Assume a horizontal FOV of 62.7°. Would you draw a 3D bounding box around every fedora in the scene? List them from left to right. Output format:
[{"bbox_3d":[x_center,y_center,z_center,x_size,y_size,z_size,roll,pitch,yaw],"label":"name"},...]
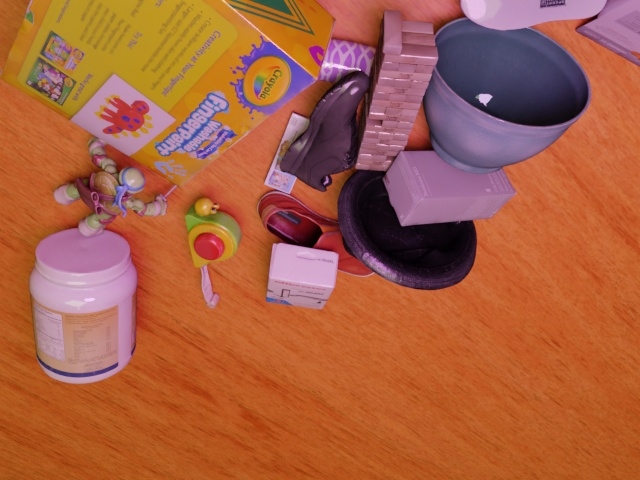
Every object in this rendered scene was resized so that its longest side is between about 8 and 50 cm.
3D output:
[{"bbox_3d":[0.171,-0.011,1.155,0.334,0.334,0.152,21,147,-12],"label":"fedora"}]

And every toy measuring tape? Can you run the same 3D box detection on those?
[{"bbox_3d":[-0.238,0.039,1.246,0.121,0.121,0.330,-1,128,1],"label":"toy measuring tape"}]

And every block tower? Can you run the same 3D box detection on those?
[{"bbox_3d":[0.132,-0.258,0.993,0.097,0.091,0.335,3,150,-3],"label":"block tower"}]

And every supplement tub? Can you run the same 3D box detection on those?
[{"bbox_3d":[-0.552,0.151,1.238,0.228,0.228,0.316,10,119,-5],"label":"supplement tub"}]

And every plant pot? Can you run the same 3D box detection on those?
[{"bbox_3d":[0.320,-0.252,1.001,0.293,0.293,0.196,8,147,-5],"label":"plant pot"}]

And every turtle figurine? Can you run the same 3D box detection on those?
[{"bbox_3d":[-0.433,-0.128,1.152,0.266,0.274,0.198,-20,143,33],"label":"turtle figurine"}]

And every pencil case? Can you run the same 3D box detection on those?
[{"bbox_3d":[0.059,-0.346,1.039,0.206,0.088,0.086,11,82,-6],"label":"pencil case"}]

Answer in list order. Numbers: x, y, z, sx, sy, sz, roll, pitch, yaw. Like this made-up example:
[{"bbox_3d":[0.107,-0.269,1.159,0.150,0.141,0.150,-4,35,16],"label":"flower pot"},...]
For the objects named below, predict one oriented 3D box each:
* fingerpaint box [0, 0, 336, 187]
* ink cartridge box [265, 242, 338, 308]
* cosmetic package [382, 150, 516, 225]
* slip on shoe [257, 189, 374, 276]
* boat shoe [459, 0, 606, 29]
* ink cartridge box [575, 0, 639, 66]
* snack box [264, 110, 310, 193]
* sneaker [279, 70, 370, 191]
[{"bbox_3d":[-0.262,-0.320,0.873,0.371,0.163,0.445,33,144,-28],"label":"fingerpaint box"},{"bbox_3d":[-0.049,0.089,1.226,0.148,0.086,0.203,9,158,-4],"label":"ink cartridge box"},{"bbox_3d":[0.263,-0.112,1.088,0.238,0.127,0.107,-5,150,-27],"label":"cosmetic package"},{"bbox_3d":[0.000,0.000,1.225,0.331,0.101,0.123,30,114,-18],"label":"slip on shoe"},{"bbox_3d":[0.382,-0.449,0.971,0.267,0.088,0.096,-8,116,-1],"label":"boat shoe"},{"bbox_3d":[0.683,-0.413,0.943,0.309,0.272,0.130,22,87,-13],"label":"ink cartridge box"},{"bbox_3d":[-0.065,-0.191,1.159,0.064,0.022,0.178,20,118,-12],"label":"snack box"},{"bbox_3d":[0.031,-0.208,1.037,0.130,0.109,0.286,37,139,-2],"label":"sneaker"}]
